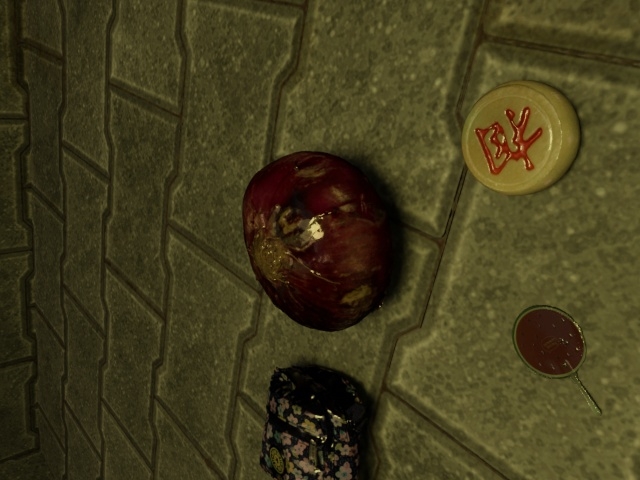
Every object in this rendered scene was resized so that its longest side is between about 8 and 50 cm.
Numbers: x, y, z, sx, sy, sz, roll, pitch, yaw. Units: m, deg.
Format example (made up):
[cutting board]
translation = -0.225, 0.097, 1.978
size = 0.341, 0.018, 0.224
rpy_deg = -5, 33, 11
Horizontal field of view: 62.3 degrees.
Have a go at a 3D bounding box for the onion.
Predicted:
[onion]
translation = 0.000, 0.000, 0.715
size = 0.246, 0.190, 0.246
rpy_deg = 46, 146, 45

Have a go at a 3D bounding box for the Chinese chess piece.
[Chinese chess piece]
translation = 0.211, -0.109, 0.566
size = 0.122, 0.051, 0.121
rpy_deg = 11, 106, 45

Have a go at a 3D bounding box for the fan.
[fan]
translation = 0.268, 0.134, 0.590
size = 0.085, 0.005, 0.133
rpy_deg = -50, 61, 39

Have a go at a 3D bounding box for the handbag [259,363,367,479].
[handbag]
translation = -0.015, 0.304, 0.839
size = 0.229, 0.127, 0.207
rpy_deg = 14, 109, 53
